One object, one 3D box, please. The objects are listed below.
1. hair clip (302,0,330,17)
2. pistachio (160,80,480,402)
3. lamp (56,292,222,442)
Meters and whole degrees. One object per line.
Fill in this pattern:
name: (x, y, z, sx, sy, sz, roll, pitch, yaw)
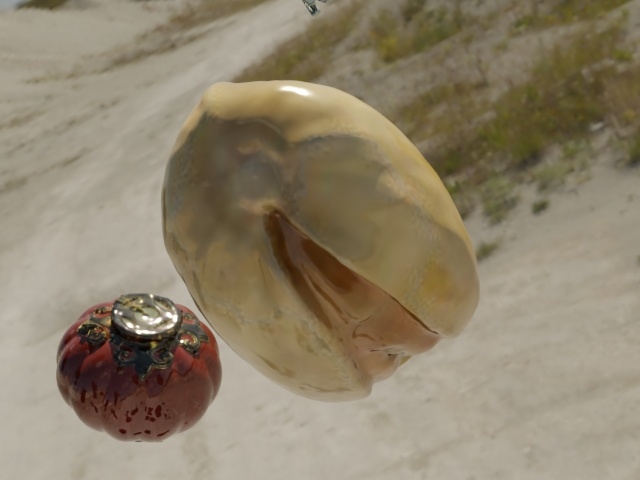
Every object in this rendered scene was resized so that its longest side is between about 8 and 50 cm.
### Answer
hair clip: (-0.032, -0.281, 1.258, 0.030, 0.115, 0.039, -53, -35, 12)
pistachio: (0.000, 0.000, 0.947, 0.230, 0.309, 0.230, -23, 43, 24)
lamp: (-0.248, 0.178, 1.589, 0.227, 0.227, 0.227, -27, 13, 7)
